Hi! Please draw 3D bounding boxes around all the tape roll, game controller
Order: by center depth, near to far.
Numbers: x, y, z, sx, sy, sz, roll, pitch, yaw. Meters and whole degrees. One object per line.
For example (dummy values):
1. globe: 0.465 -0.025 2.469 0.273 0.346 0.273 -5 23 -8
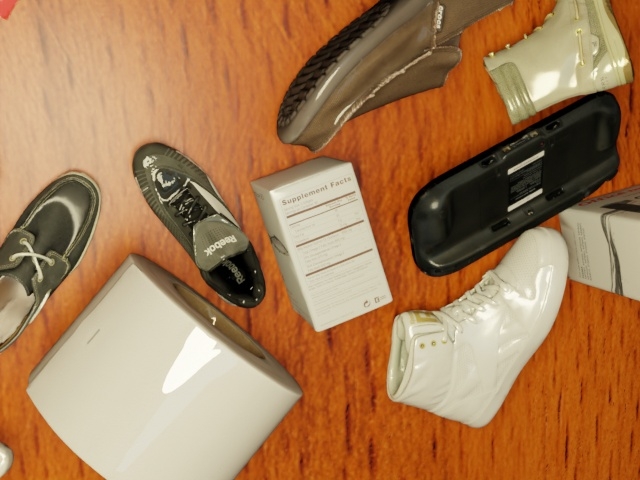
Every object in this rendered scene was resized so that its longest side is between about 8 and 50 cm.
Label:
1. tape roll: -0.162 0.152 0.845 0.246 0.246 0.169 41 86 -20
2. game controller: 0.254 -0.071 1.004 0.319 0.067 0.166 -29 132 -11

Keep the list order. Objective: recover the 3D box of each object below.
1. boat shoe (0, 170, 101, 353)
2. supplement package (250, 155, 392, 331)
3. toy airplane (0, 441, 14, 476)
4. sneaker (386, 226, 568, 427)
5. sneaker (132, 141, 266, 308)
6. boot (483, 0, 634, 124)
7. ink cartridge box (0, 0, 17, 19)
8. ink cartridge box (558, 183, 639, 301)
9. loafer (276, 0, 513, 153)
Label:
1. boat shoe: -0.317 0.029 0.862 0.084 0.079 0.233 35 87 -19
2. supplement package: 0.000 0.000 0.940 0.105 0.105 0.179 -21 105 -13
3. toy airplane: -0.448 0.373 0.817 0.384 0.272 0.386 -32 72 -20
4. sneaker: 0.191 0.101 1.007 0.169 0.108 0.293 18 104 -21
5. sneaker: -0.129 -0.013 0.896 0.078 0.106 0.234 -36 108 -9
6. boot: 0.282 -0.261 0.986 0.165 0.213 0.077 -21 153 20
7. ink cartridge box: -0.379 -0.361 0.781 0.224 0.056 0.181 31 90 -19
8. ink cartridge box: 0.468 -0.001 1.001 0.197 0.273 0.114 -15 101 -14
9. loafer: 0.104 -0.222 0.915 0.366 0.134 0.130 -44 109 -5
